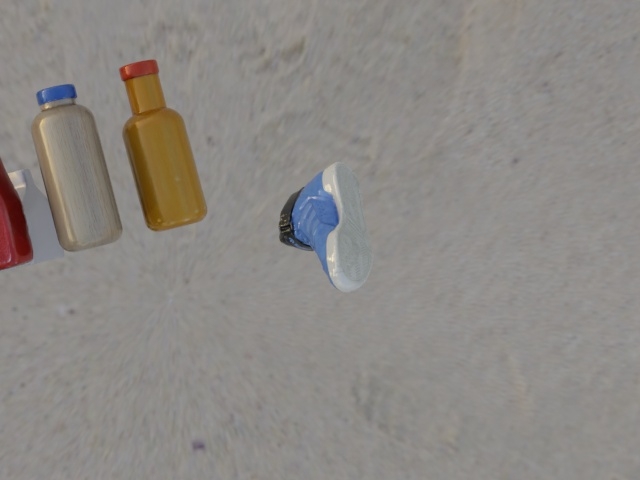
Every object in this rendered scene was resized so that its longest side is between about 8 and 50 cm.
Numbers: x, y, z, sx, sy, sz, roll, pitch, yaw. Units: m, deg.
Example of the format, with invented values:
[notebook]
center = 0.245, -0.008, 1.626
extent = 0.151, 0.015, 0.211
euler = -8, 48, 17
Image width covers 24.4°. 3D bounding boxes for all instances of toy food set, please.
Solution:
[toy food set]
center = -0.199, -0.035, 0.926
extent = 0.232, 0.111, 0.104
euler = -13, 91, 24

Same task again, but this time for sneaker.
[sneaker]
center = 0.001, 0.000, 1.462
extent = 0.058, 0.084, 0.152
euler = 29, 41, -38
